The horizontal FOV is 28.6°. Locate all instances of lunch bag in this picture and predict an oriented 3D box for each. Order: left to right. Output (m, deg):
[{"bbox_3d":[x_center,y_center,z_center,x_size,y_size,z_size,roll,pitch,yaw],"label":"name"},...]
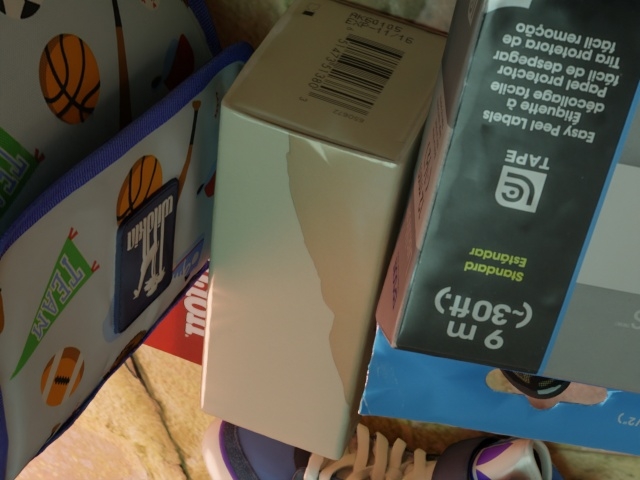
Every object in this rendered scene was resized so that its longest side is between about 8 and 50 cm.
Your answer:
[{"bbox_3d":[-0.211,-0.077,0.774,0.239,0.328,0.385,-9,117,34],"label":"lunch bag"}]

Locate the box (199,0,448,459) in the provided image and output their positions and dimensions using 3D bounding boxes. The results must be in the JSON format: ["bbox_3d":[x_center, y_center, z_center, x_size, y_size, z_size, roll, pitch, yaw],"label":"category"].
[{"bbox_3d":[0.000,0.000,0.894,0.121,0.148,0.311,19,138,10],"label":"box"}]

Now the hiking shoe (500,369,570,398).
[{"bbox_3d":[0.129,0.044,0.886,0.086,0.114,0.227,1,130,28],"label":"hiking shoe"}]

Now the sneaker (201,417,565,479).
[{"bbox_3d":[0.081,0.198,1.064,0.323,0.130,0.236,38,127,-2],"label":"sneaker"}]

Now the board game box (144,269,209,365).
[{"bbox_3d":[-0.116,-0.019,1.000,0.145,0.027,0.281,18,130,10],"label":"board game box"}]

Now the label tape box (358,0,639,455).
[{"bbox_3d":[0.174,0.009,0.728,0.249,0.115,0.347,11,118,-3],"label":"label tape box"}]
